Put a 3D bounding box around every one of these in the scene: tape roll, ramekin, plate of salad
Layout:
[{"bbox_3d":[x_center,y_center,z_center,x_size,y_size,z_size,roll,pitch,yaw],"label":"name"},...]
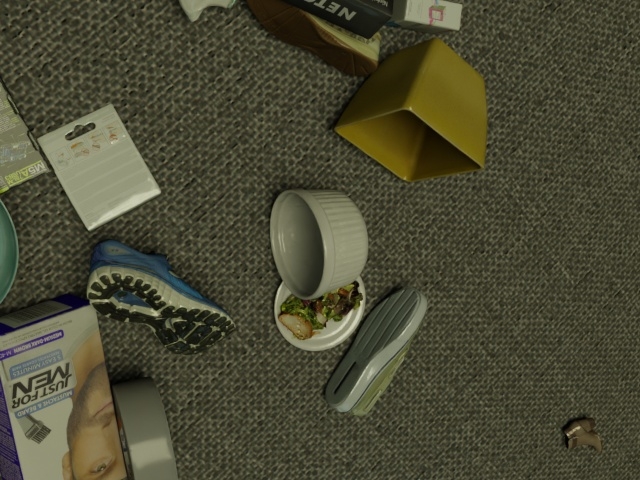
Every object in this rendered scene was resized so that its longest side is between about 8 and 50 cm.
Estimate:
[{"bbox_3d":[-0.314,0.355,1.344,0.072,0.219,0.219,-11,105,-22],"label":"tape roll"},{"bbox_3d":[0.000,0.000,1.410,0.109,0.207,0.207,-11,105,-29],"label":"ramekin"},{"bbox_3d":[0.004,0.130,1.521,0.200,0.048,0.200,-4,102,-21],"label":"plate of salad"}]

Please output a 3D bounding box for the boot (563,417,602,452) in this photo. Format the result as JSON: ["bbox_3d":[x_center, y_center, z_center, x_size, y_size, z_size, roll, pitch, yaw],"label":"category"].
[{"bbox_3d":[0.645,0.492,1.872,0.087,0.042,0.118,-25,109,-9],"label":"boot"}]

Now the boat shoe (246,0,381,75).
[{"bbox_3d":[-0.009,-0.402,1.381,0.285,0.104,0.089,27,67,-33],"label":"boat shoe"}]

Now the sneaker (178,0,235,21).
[{"bbox_3d":[-0.158,-0.456,1.323,0.212,0.080,0.094,-33,136,-20],"label":"sneaker"}]

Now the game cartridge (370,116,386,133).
[{"bbox_3d":[0.088,-0.229,1.496,0.083,0.017,0.056,-26,106,-15],"label":"game cartridge"}]

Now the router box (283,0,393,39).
[{"bbox_3d":[-0.016,-0.516,1.297,0.309,0.081,0.243,16,65,-25],"label":"router box"}]

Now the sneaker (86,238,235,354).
[{"bbox_3d":[-0.274,0.091,1.350,0.130,0.147,0.330,-34,137,14],"label":"sneaker"}]

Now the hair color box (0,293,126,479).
[{"bbox_3d":[-0.461,0.283,1.297,0.185,0.110,0.339,-21,112,-44],"label":"hair color box"}]

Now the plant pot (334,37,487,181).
[{"bbox_3d":[0.190,-0.252,1.429,0.212,0.212,0.187,30,70,-31],"label":"plant pot"}]

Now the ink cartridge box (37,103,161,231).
[{"bbox_3d":[-0.384,-0.125,1.321,0.145,0.045,0.179,-30,93,-14],"label":"ink cartridge box"}]

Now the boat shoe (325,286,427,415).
[{"bbox_3d":[0.126,0.232,1.576,0.094,0.109,0.302,33,97,-40],"label":"boat shoe"}]

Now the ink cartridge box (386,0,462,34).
[{"bbox_3d":[0.197,-0.434,1.457,0.122,0.088,0.052,5,97,-24],"label":"ink cartridge box"}]

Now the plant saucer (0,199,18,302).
[{"bbox_3d":[-0.643,0.005,1.199,0.317,0.044,0.317,-4,110,-11],"label":"plant saucer"}]

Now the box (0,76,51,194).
[{"bbox_3d":[-0.568,-0.154,1.226,0.191,0.045,0.184,-29,114,-14],"label":"box"}]
